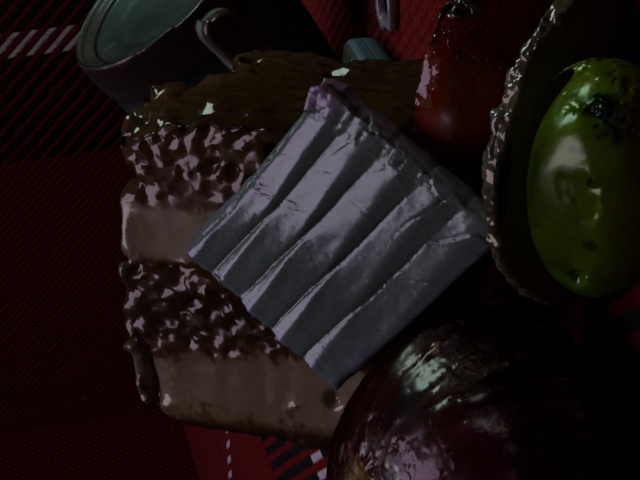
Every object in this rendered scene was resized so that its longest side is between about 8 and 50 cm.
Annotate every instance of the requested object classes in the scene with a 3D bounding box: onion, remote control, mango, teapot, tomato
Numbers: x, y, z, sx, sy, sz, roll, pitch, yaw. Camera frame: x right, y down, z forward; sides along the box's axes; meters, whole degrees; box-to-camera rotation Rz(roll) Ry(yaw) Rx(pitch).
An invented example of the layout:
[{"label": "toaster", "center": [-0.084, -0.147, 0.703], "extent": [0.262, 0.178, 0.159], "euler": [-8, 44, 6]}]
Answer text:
[{"label": "onion", "center": [0.133, 0.171, 1.166], "extent": [0.206, 0.216, 0.207], "euler": [-121, 32, -47]}, {"label": "remote control", "center": [0.069, -0.131, 1.634], "extent": [0.244, 0.047, 0.087], "euler": [-115, 23, -56]}, {"label": "mango", "center": [0.186, -0.033, 1.031], "extent": [0.119, 0.100, 0.178], "euler": [-57, -25, -36]}, {"label": "teapot", "center": [-0.070, -0.173, 1.804], "extent": [0.312, 0.233, 0.315], "euler": [43, 173, -32]}, {"label": "tomato", "center": [0.141, -0.132, 1.186], "extent": [0.189, 0.099, 0.173], "euler": [-64, -20, -20]}]

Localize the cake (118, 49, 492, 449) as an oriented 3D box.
[{"label": "cake", "center": [0.000, 0.000, 1.365], "extent": [0.256, 0.282, 0.290], "euler": [-36, -56, -56]}]

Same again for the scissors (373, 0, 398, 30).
[{"label": "scissors", "center": [0.067, -0.294, 1.610], "extent": [0.189, 0.015, 0.100], "euler": [101, 156, -53]}]

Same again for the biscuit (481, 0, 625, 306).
[{"label": "biscuit", "center": [0.155, -0.055, 1.095], "extent": [0.032, 0.133, 0.250], "euler": [24, 127, 41]}]

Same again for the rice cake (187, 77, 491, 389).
[{"label": "rice cake", "center": [0.016, -0.003, 1.186], "extent": [0.189, 0.037, 0.198], "euler": [41, 120, 10]}]
